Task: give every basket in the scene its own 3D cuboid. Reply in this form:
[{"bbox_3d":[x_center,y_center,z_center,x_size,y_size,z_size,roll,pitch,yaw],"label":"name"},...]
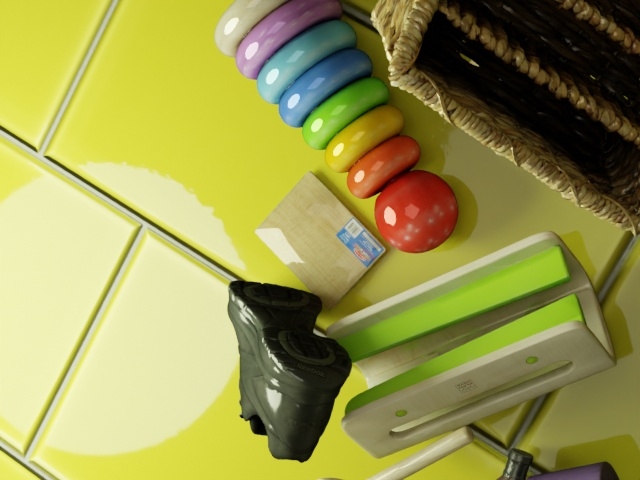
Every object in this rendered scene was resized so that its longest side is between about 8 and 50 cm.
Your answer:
[{"bbox_3d":[0.222,-0.184,1.191,0.299,0.223,0.213,32,108,-14],"label":"basket"}]

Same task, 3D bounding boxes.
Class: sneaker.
[{"bbox_3d":[-0.050,0.128,1.359,0.109,0.286,0.130,10,107,-12],"label":"sneaker"}]

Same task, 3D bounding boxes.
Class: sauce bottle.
[{"bbox_3d":[0.192,0.283,1.381,0.042,0.042,0.128,18,98,19],"label":"sauce bottle"}]

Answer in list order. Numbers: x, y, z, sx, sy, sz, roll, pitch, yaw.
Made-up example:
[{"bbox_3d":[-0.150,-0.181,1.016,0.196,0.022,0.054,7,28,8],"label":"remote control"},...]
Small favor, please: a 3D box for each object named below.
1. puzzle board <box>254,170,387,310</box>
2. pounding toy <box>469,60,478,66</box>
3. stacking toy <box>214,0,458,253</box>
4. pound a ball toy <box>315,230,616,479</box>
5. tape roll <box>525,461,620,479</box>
[{"bbox_3d":[0.000,0.000,1.466,0.128,0.011,0.096,46,103,13],"label":"puzzle board"},{"bbox_3d":[0.206,-0.299,1.314,0.154,0.155,0.270,-7,89,23],"label":"pounding toy"},{"bbox_3d":[0.029,-0.127,1.396,0.141,0.141,0.330,-36,82,16],"label":"stacking toy"},{"bbox_3d":[0.140,0.159,1.333,0.319,0.136,0.208,-26,49,19],"label":"pound a ball toy"},{"bbox_3d":[0.263,0.316,1.278,0.080,0.189,0.189,-16,85,19],"label":"tape roll"}]
